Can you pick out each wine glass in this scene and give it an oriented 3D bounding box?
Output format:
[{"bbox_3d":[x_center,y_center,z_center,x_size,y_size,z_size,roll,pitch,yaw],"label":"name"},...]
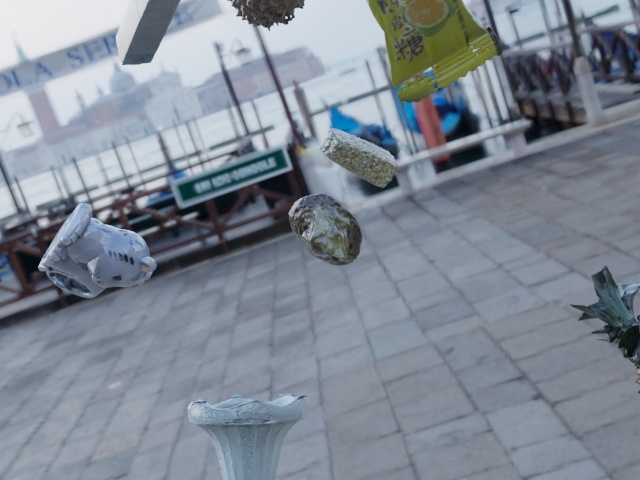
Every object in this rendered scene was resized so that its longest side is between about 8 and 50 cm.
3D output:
[{"bbox_3d":[-0.097,0.306,1.241,0.165,0.196,0.165,-1,-10,0],"label":"wine glass"}]

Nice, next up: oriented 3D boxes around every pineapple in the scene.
[{"bbox_3d":[-0.111,-0.497,1.827,0.166,0.166,0.193,-28,5,-40],"label":"pineapple"},{"bbox_3d":[0.486,0.153,1.366,0.130,0.119,0.277,-23,37,-4],"label":"pineapple"}]

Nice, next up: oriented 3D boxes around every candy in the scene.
[{"bbox_3d":[0.142,-0.362,1.368,0.187,0.297,0.081,-30,23,3],"label":"candy"}]

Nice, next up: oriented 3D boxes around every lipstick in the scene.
[{"bbox_3d":[-0.327,-0.423,1.750,0.066,0.068,0.317,-9,-8,-23],"label":"lipstick"}]

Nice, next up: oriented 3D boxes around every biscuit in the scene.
[{"bbox_3d":[0.080,-0.173,1.923,0.070,0.168,0.082,-59,25,15],"label":"biscuit"}]

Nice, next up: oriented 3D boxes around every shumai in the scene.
[{"bbox_3d":[-0.002,-0.011,1.604,0.123,0.139,0.105,-25,-1,36],"label":"shumai"}]

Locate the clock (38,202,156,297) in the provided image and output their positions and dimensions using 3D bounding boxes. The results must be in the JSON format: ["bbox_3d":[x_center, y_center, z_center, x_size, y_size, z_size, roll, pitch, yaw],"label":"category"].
[{"bbox_3d":[-0.272,0.025,1.136,0.176,0.117,0.080,-28,33,59],"label":"clock"}]
